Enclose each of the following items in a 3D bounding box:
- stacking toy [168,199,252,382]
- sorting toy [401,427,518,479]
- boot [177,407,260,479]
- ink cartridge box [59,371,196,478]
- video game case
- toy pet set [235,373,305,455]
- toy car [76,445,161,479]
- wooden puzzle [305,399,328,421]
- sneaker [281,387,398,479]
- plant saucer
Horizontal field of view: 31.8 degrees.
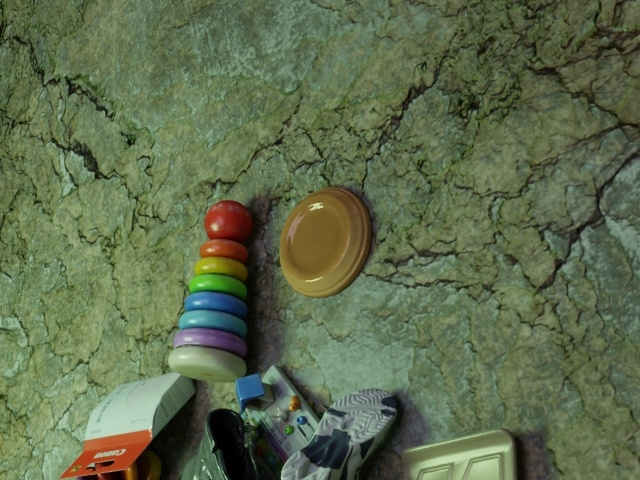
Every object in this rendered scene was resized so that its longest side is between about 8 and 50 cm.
[{"bbox_3d":[-0.179,0.082,2.033,0.141,0.141,0.331,-8,64,38],"label":"stacking toy"},{"bbox_3d":[0.174,0.419,1.673,0.307,0.041,0.229,-23,59,40],"label":"sorting toy"},{"bbox_3d":[-0.151,0.461,1.820,0.338,0.118,0.223,61,141,34],"label":"boot"},{"bbox_3d":[-0.359,0.332,2.042,0.189,0.232,0.066,-16,105,35],"label":"ink cartridge box"},{"bbox_3d":[-0.080,0.341,1.907,0.183,0.023,0.201,-55,43,11],"label":"video game case"},{"bbox_3d":[-0.101,0.282,1.887,0.122,0.065,0.114,-40,48,25],"label":"toy pet set"},{"bbox_3d":[-0.382,0.449,2.061,0.182,0.136,0.159,-44,52,20],"label":"toy car"},{"bbox_3d":[0.001,0.318,1.865,0.116,0.014,0.079,26,93,42],"label":"wooden puzzle"},{"bbox_3d":[0.035,0.348,1.780,0.094,0.153,0.235,28,58,23],"label":"sneaker"},{"bbox_3d":[0.000,0.000,1.959,0.200,0.037,0.200,-15,66,37],"label":"plant saucer"}]
